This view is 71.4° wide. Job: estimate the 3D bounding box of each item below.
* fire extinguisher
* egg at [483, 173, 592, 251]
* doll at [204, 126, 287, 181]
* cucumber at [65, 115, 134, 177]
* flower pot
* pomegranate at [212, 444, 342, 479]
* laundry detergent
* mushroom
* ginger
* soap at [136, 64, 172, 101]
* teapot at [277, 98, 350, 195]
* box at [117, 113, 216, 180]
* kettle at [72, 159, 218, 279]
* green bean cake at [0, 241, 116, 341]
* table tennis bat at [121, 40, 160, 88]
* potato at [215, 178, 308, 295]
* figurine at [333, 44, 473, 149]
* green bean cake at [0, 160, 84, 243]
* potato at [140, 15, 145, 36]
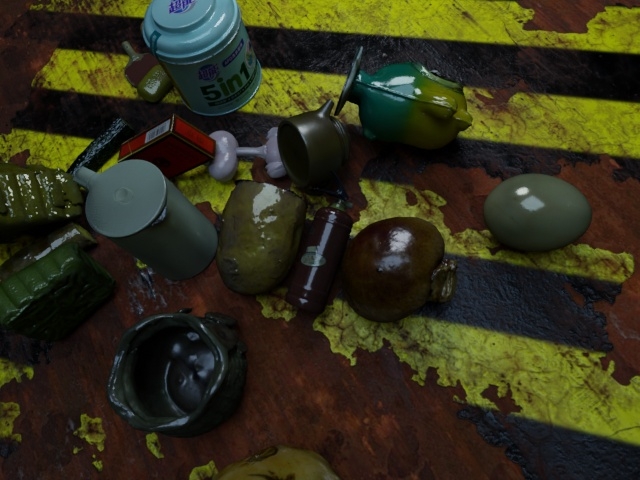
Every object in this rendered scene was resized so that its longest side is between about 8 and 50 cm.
[{"bbox_3d":[0.000,0.000,1.107,0.138,0.102,0.344,21,86,-28],"label":"fire extinguisher"},{"bbox_3d":[0.514,-0.064,1.060,0.241,0.186,0.186,9,70,8],"label":"egg"},{"bbox_3d":[-0.198,-0.251,1.295,0.364,0.094,0.160,-4,75,8],"label":"doll"},{"bbox_3d":[-0.708,-0.266,1.394,0.067,0.067,0.294,37,80,20],"label":"cucumber"},{"bbox_3d":[-0.314,0.291,1.032,0.301,0.213,0.302,-3,69,8],"label":"flower pot"},{"bbox_3d":[-0.086,0.571,0.853,0.332,0.333,0.333,-3,68,8],"label":"pomegranate"},{"bbox_3d":[-0.352,-0.582,1.334,0.287,0.305,0.288,-3,69,7],"label":"laundry detergent"},{"bbox_3d":[0.184,0.064,1.057,0.282,0.195,0.264,10,65,12],"label":"mushroom"},{"bbox_3d":[-0.773,0.047,1.260,0.262,0.116,0.109,-34,103,-11],"label":"ginger"},{"bbox_3d":[-0.544,-0.523,1.477,0.088,0.045,0.140,34,76,0],"label":"soap"},{"bbox_3d":[0.001,-0.238,1.177,0.175,0.268,0.185,-21,45,-22],"label":"teapot"},{"bbox_3d":[-0.431,-0.249,1.250,0.239,0.153,0.074,-15,67,32],"label":"box"},{"bbox_3d":[-0.427,-0.061,1.133,0.205,0.318,0.265,-32,68,-3],"label":"kettle"},{"bbox_3d":[-0.675,0.133,1.146,0.125,0.222,0.248,37,75,21],"label":"green bean cake"},{"bbox_3d":[-0.631,-0.613,1.545,0.131,0.022,0.234,-37,69,-6],"label":"table tennis bat"},{"bbox_3d":[-0.161,0.010,1.134,0.229,0.229,0.266,12,79,13],"label":"potato"},{"bbox_3d":[0.221,-0.355,1.180,0.339,0.323,0.232,20,96,-2],"label":"figurine"},{"bbox_3d":[-0.870,-0.109,1.262,0.309,0.285,0.202,-16,90,34],"label":"green bean cake"},{"bbox_3d":[-0.564,-0.731,1.537,0.112,0.112,0.147,-25,59,-2],"label":"potato"}]
